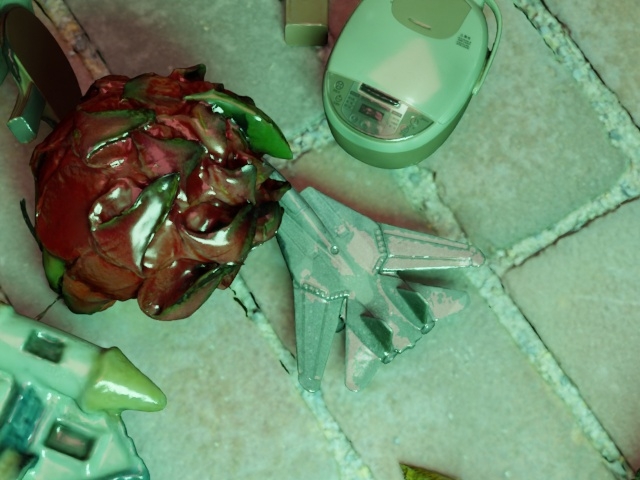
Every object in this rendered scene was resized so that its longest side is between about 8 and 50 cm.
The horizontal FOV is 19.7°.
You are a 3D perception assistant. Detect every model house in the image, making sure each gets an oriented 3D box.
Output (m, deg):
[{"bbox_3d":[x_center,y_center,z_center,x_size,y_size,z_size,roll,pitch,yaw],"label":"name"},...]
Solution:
[{"bbox_3d":[-0.232,0.212,1.558,0.325,0.194,0.267,22,68,5],"label":"model house"}]

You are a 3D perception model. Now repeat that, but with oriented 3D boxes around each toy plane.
[{"bbox_3d":[0.000,0.006,1.709,0.212,0.088,0.267,-37,64,-16],"label":"toy plane"}]

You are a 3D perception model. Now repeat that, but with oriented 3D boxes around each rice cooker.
[{"bbox_3d":[0.083,-0.164,1.758,0.145,0.127,0.206,27,65,9],"label":"rice cooker"}]

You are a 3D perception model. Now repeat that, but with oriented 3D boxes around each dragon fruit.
[{"bbox_3d":[-0.160,-0.020,1.631,0.234,0.234,0.293,43,108,16],"label":"dragon fruit"}]

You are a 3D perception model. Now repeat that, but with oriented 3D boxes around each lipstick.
[{"bbox_3d":[-0.013,-0.268,1.843,0.045,0.045,0.145,1,68,-2],"label":"lipstick"}]

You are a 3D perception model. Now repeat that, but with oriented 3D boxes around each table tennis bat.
[{"bbox_3d":[-0.262,-0.144,1.712,0.019,0.130,0.220,-28,24,13],"label":"table tennis bat"}]

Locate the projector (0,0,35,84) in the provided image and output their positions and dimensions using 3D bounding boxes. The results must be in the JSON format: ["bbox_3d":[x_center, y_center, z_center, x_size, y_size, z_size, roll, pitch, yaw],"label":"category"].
[{"bbox_3d":[-0.336,-0.193,1.767,0.061,0.115,0.147,22,68,11],"label":"projector"}]

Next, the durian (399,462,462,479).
[{"bbox_3d":[0.143,0.265,1.594,0.224,0.140,0.078,30,100,38],"label":"durian"}]

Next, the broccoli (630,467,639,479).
[{"bbox_3d":[0.333,0.258,1.540,0.176,0.198,0.226,-35,45,24],"label":"broccoli"}]
